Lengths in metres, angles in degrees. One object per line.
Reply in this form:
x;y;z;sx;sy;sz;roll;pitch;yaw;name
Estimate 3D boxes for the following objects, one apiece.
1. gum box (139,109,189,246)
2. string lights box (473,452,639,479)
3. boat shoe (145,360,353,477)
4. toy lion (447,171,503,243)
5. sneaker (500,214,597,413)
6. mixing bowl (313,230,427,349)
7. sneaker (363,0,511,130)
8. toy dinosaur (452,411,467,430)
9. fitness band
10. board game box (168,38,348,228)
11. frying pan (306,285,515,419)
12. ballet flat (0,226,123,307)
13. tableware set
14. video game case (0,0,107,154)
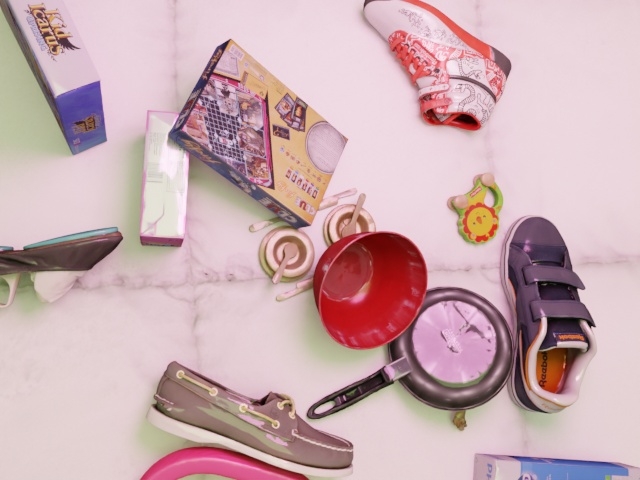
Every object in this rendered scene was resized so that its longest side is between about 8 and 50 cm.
-0.223;-0.090;1.029;0.062;0.107;0.188;4;82;-13;gum box
0.372;0.411;1.117;0.260;0.077;0.133;8;81;-12;string lights box
-0.088;0.256;1.016;0.305;0.109;0.091;19;84;-6;boat shoe
0.263;-0.048;1.176;0.100;0.034;0.096;-40;100;-15;toy lion
0.366;0.111;1.131;0.126;0.127;0.320;1;81;-11;sneaker
0.058;0.061;1.065;0.182;0.098;0.181;-8;110;-24;mixing bowl
0.172;-0.280;1.152;0.270;0.090;0.144;26;76;-11;sneaker
0.208;0.208;1.118;0.093;0.053;0.183;-27;90;-13;toy dinosaur
-0.125;0.402;0.994;0.291;0.054;0.208;18;93;-11;fitness band
-0.082;-0.150;1.042;0.243;0.042;0.165;37;64;-29;board game box
0.137;0.164;1.096;0.326;0.053;0.197;-3;69;-1;frying pan
-0.410;0.041;0.986;0.281;0.095;0.096;-6;94;-3;ballet flat
0.000;0.000;1.104;0.194;0.039;0.128;-21;88;-14;tableware set
-0.359;-0.262;0.936;0.061;0.269;0.244;-25;90;-17;video game case
